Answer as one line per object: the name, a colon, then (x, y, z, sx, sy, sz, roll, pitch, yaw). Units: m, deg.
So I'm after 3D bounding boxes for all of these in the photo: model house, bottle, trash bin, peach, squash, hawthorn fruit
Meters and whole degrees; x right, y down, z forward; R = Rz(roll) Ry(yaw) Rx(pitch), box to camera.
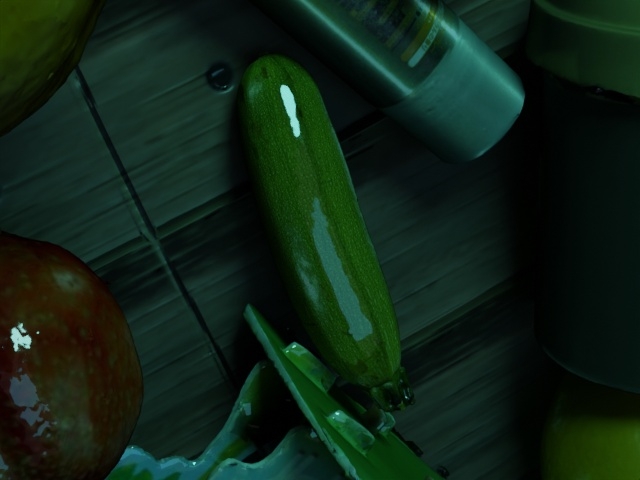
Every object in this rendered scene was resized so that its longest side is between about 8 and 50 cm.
model house: (-0.020, 0.270, 0.803, 0.313, 0.242, 0.357, -46, 118, 0)
bottle: (0.011, -0.156, 0.764, 0.286, 0.082, 0.082, 37, 90, -27)
trash bin: (0.242, -0.078, 0.812, 0.214, 0.214, 0.334, -9, 112, -19)
peach: (0.280, 0.183, 0.917, 0.251, 0.153, 0.251, 4, 81, -28)
squash: (0.000, 0.000, 0.788, 0.066, 0.066, 0.252, -21, 94, -15)
hawthorn fruit: (-0.192, 0.072, 0.712, 0.169, 0.169, 0.188, -19, 89, -16)

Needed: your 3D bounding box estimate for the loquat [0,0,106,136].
loquat: (-0.239, -0.165, 0.530, 0.328, 0.328, 0.328, -7, 108, -20)
